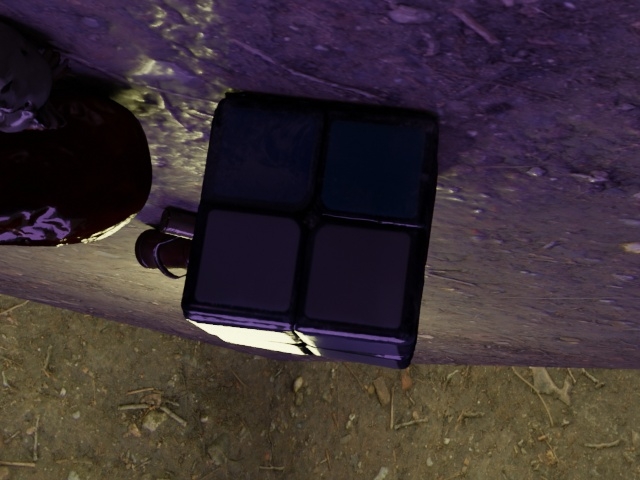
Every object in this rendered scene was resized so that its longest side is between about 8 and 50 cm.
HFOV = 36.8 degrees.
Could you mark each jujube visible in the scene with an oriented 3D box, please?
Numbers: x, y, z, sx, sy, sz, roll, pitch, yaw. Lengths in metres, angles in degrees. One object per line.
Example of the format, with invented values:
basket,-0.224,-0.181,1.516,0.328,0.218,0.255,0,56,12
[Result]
jujube,-0.397,-0.096,1.351,0.318,0.223,0.223,-11,177,-29

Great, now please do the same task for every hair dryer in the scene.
hair dryer,-0.200,-0.041,1.953,0.195,0.053,0.220,14,159,-25

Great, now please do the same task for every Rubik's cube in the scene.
Rubik's cube,0.000,0.000,1.390,0.316,0.318,0.313,8,168,7

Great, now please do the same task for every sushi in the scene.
sushi,-0.464,-0.224,1.164,0.130,0.124,0.332,-4,164,44

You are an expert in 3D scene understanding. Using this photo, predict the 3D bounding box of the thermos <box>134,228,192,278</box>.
thermos,-0.301,0.019,2.128,0.232,0.124,0.099,0,124,43
